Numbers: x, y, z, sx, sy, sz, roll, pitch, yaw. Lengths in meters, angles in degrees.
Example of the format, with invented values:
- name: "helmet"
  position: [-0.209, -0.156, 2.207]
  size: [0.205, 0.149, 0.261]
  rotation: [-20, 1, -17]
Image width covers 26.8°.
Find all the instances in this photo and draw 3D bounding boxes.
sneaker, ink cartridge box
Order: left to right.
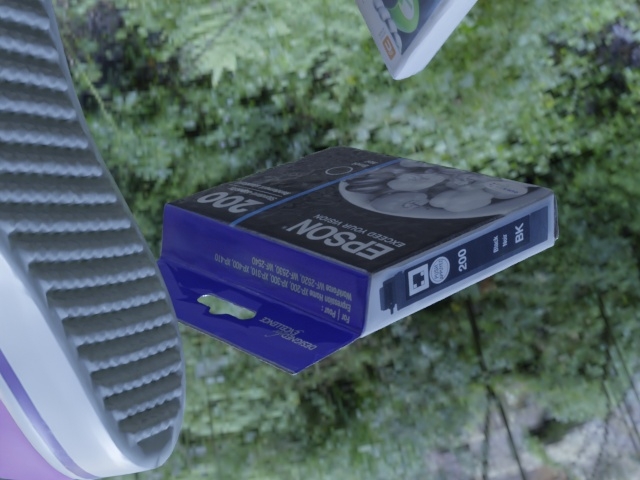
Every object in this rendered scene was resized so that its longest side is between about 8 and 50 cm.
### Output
- name: "sneaker"
  position: [-0.156, -0.028, 0.396]
  size: [0.161, 0.102, 0.282]
  rotation: [-3, 126, 16]
- name: "ink cartridge box"
  position: [0.000, 0.000, 0.827]
  size: [0.208, 0.206, 0.045]
  rotation: [-24, 116, -34]

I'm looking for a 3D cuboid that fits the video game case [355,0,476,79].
- name: "video game case"
  position: [0.028, -0.183, 0.618]
  size: [0.022, 0.173, 0.190]
  rotation: [-24, 173, -17]
